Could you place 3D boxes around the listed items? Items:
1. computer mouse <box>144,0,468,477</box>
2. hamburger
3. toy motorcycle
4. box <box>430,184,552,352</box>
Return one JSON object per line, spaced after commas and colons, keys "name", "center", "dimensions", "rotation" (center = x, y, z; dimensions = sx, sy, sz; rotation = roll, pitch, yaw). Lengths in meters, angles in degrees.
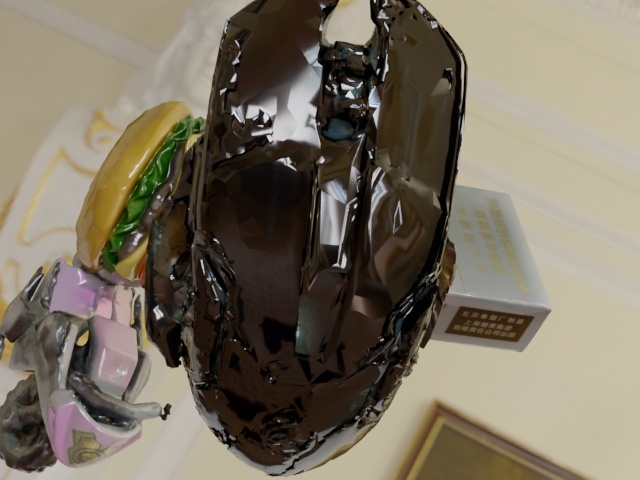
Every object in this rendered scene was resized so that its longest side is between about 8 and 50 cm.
{"name": "computer mouse", "center": [0.000, 0.000, 0.510], "dimensions": [0.146, 0.242, 0.077], "rotation": [5, 11, -14]}
{"name": "hamburger", "center": [-0.120, -0.031, 0.905], "dimensions": [0.115, 0.162, 0.162], "rotation": [29, -23, -2]}
{"name": "toy motorcycle", "center": [-0.211, 0.087, 1.127], "dimensions": [0.143, 0.327, 0.188], "rotation": [30, -9, -39]}
{"name": "box", "center": [0.070, 0.011, 1.020], "dimensions": [0.242, 0.155, 0.067], "rotation": [8, -49, -20]}
